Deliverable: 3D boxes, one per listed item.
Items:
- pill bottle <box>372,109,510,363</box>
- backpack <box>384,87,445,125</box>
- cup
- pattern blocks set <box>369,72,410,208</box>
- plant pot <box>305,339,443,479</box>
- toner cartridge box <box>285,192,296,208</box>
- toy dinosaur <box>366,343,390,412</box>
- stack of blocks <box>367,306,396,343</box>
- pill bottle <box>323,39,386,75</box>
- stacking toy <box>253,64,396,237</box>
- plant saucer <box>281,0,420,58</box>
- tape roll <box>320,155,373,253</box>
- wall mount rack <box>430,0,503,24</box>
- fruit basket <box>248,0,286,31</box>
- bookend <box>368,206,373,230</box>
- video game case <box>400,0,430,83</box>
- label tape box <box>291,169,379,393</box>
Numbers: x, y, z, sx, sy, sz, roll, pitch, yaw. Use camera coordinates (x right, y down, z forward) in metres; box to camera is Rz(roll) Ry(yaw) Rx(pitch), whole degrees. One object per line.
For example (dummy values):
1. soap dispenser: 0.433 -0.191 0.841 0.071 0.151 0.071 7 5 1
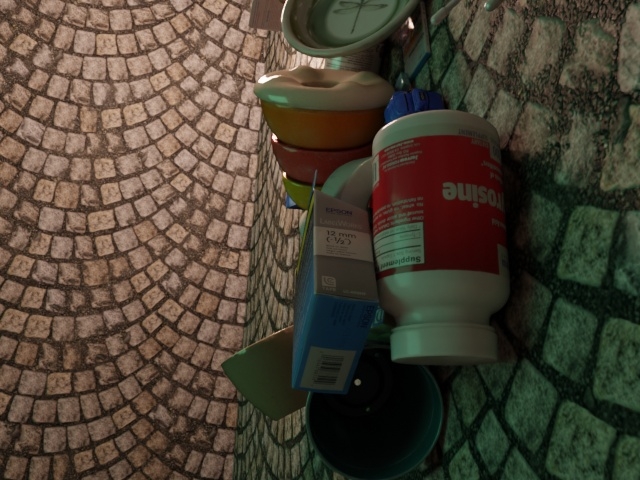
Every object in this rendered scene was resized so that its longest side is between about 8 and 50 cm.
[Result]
1. pill bottle: 0.205 0.004 1.075 0.229 0.229 0.407 139 134 -67
2. backpack: 0.205 -0.282 1.364 0.101 0.120 0.097 113 157 -47
3. cup: -0.120 0.433 1.993 0.236 0.331 0.331 63 154 13
4. pattern blocks set: 0.178 -0.253 1.607 0.324 0.026 0.285 118 152 -59
5. plant pot: 0.093 0.330 1.326 0.255 0.272 0.271 -154 70 -84
6. toner cartridge box: -0.050 -0.210 2.304 0.348 0.075 0.165 171 102 -73
7. toy dinosaur: 0.141 0.283 1.520 0.118 0.064 0.267 -166 87 -70
8. stack of blocks: 0.116 0.156 1.467 0.297 0.087 0.171 -33 41 58
9. pill bottle: 0.084 -0.460 1.772 0.160 0.161 0.282 -124 42 -66
10. stacking toy: 0.002 -0.189 1.605 0.350 0.351 0.479 -118 28 -63
11. plant saucer: 0.096 -0.604 1.602 0.100 0.401 0.400 47 -149 -51
12. tape roll: 0.130 -0.061 1.328 0.169 0.246 0.245 -165 81 -74
13. wall mount rack: 0.314 -0.523 1.054 0.350 0.131 0.303 -137 55 -71
14. fruit basket: -0.026 -0.793 1.919 0.165 0.353 0.326 -105 25 -49
15. bookend: 0.117 -0.014 1.511 0.156 0.157 0.072 -103 26 -47
16. video game case: 0.233 -0.488 1.530 0.119 0.015 0.166 125 146 -61
17. label tape box: 0.019 0.069 1.160 0.347 0.115 0.249 -88 9 -50
